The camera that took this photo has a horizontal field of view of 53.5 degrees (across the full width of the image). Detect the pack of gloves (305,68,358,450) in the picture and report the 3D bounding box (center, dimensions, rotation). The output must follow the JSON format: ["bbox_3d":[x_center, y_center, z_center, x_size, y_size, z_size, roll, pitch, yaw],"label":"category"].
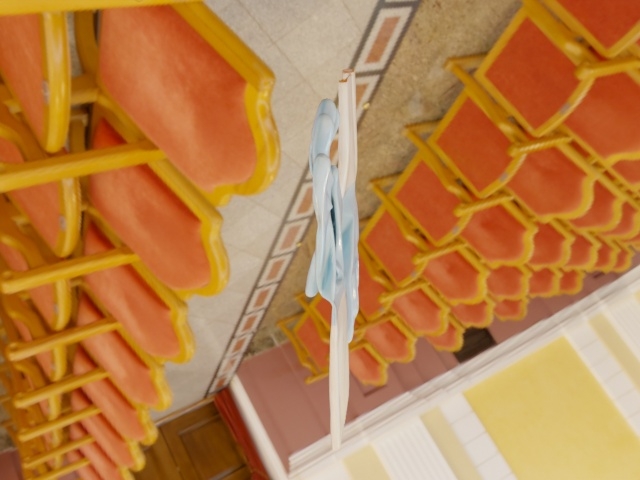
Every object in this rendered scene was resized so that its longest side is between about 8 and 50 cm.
[{"bbox_3d":[0.000,0.000,0.477,0.046,0.232,0.195,1,-159,9],"label":"pack of gloves"}]
